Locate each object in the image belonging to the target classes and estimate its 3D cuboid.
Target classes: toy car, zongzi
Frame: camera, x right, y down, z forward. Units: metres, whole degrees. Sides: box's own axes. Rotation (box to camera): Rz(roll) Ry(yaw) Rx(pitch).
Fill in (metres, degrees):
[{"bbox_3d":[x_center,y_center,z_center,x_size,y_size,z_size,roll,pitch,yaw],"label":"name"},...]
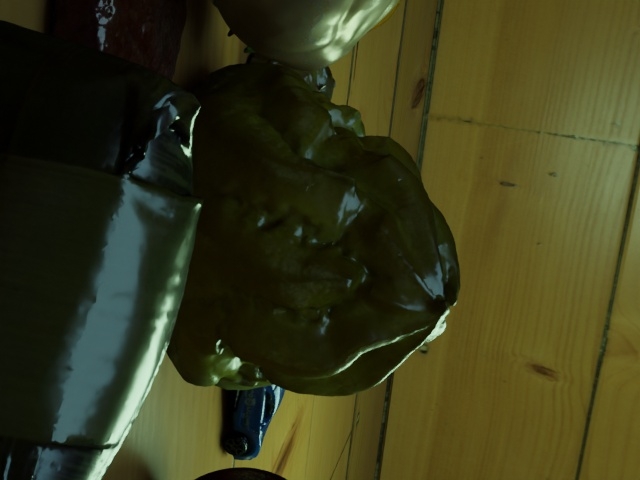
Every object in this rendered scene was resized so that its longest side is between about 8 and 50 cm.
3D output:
[{"bbox_3d":[-0.071,0.170,1.461,0.103,0.063,0.216,-68,164,-53],"label":"toy car"},{"bbox_3d":[-0.152,0.056,0.701,0.317,0.154,0.289,70,38,-81],"label":"zongzi"}]

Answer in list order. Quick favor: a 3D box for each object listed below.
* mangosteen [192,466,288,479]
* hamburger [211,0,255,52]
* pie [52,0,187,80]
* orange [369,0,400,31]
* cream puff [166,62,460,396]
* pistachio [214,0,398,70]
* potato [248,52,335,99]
[{"bbox_3d":[-0.046,0.342,1.200,0.235,0.262,0.235,9,90,-82],"label":"mangosteen"},{"bbox_3d":[-0.053,-0.252,1.073,0.164,0.093,0.189,-45,142,-70],"label":"hamburger"},{"bbox_3d":[-0.131,-0.156,0.855,0.182,0.050,0.182,11,90,-79],"label":"pie"},{"bbox_3d":[0.019,-0.292,1.245,0.193,0.161,0.193,10,90,-85],"label":"orange"},{"bbox_3d":[0.000,-0.001,1.119,0.324,0.257,0.291,45,54,-79],"label":"cream puff"},{"bbox_3d":[-0.029,-0.271,0.894,0.187,0.188,0.299,-38,114,-75],"label":"pistachio"},{"bbox_3d":[-0.035,-0.125,1.340,0.164,0.081,0.200,53,50,-78],"label":"potato"}]
